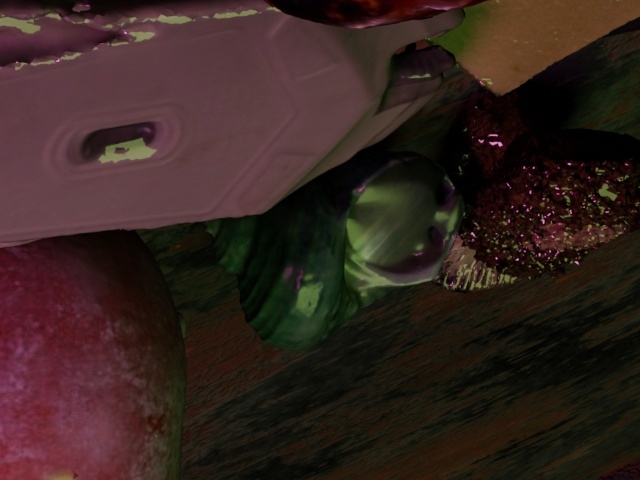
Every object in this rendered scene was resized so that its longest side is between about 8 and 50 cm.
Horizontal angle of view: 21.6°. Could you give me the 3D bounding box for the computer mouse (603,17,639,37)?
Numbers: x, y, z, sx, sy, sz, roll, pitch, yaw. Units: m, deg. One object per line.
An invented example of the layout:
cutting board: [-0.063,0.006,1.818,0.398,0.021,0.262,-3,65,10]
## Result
computer mouse: [0.177,-0.189,1.242,0.122,0.073,0.217,5,176,-27]

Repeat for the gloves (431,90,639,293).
gloves: [0.198,-0.042,1.532,0.210,0.135,0.312,10,162,-26]

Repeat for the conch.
conch: [-0.004,-0.001,1.415,0.202,0.134,0.196,5,109,-47]

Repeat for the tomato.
tomato: [-0.226,0.108,1.163,0.282,0.317,0.317,-4,148,-27]

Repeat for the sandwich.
sandwich: [0.116,-0.212,1.046,0.212,0.063,0.245,-28,136,35]

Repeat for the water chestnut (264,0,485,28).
water chestnut: [0.020,-0.234,0.766,0.300,0.300,0.300,-24,156,-11]

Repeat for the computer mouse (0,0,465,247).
computer mouse: [-0.125,-0.111,1.012,0.429,0.145,0.228,-10,144,-20]
